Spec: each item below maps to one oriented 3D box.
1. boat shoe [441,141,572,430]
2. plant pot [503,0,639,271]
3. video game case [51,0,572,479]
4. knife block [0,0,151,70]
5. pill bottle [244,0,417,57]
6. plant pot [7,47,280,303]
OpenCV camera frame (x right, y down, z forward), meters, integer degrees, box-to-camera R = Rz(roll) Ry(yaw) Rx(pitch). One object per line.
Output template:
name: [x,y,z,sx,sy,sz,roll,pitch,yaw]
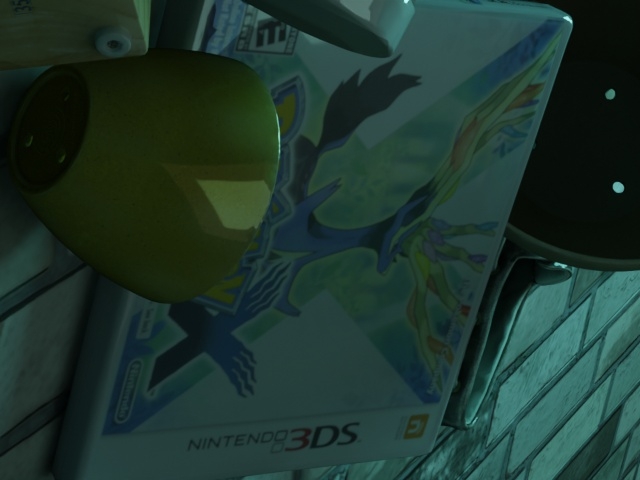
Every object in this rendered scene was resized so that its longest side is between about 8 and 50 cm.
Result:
boat shoe: [0.158,0.005,1.446,0.335,0.119,0.121,-63,156,-5]
plant pot: [0.212,-0.100,1.310,0.284,0.284,0.191,-60,172,-11]
video game case: [0.000,0.000,1.090,0.300,0.036,0.329,-1,115,-40]
knife block: [-0.137,-0.178,0.682,0.088,0.275,0.242,80,5,-51]
pill bottle: [0.052,-0.265,0.898,0.323,0.181,0.181,-63,156,-4]
plant pot: [-0.100,-0.044,0.885,0.095,0.134,0.134,20,95,-42]
